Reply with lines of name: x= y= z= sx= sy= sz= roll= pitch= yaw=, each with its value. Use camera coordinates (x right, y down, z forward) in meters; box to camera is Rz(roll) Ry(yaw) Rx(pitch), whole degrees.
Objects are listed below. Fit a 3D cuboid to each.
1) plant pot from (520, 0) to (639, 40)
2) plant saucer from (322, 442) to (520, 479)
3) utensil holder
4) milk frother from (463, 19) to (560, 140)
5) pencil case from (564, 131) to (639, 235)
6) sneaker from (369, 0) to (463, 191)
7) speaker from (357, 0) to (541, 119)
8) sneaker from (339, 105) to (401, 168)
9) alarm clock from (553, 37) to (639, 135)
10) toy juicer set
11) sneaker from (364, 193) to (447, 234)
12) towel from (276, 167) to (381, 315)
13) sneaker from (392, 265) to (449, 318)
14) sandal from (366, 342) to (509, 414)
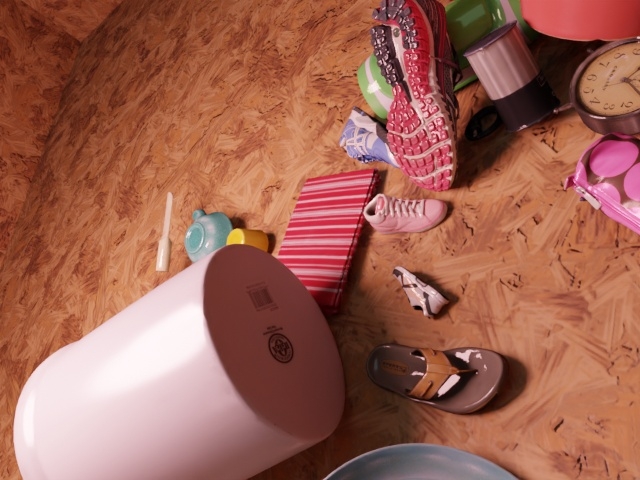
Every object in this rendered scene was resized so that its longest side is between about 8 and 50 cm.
plant pot: x=0.363 y=-0.403 z=0.689 sx=0.274 sy=0.243 sz=0.275 roll=-6 pitch=41 yaw=6
plant saucer: x=0.108 y=0.361 z=0.564 sx=0.317 sy=0.044 sz=0.318 roll=-6 pitch=39 yaw=5
utensil holder: x=-0.201 y=0.229 z=0.849 sx=0.385 sy=0.327 sz=0.328 roll=-32 pitch=47 yaw=23
milk frother: x=0.255 y=-0.230 z=0.830 sx=0.143 sy=0.135 sz=0.129 roll=-29 pitch=16 yaw=24
pencil case: x=0.381 y=-0.037 z=0.621 sx=0.098 sy=0.095 sz=0.209 roll=-21 pitch=39 yaw=-12
sneaker: x=0.171 y=-0.222 z=0.851 sx=0.120 sy=0.112 sz=0.299 roll=6 pitch=112 yaw=52
speaker: x=0.212 y=-0.322 z=0.941 sx=0.296 sy=0.131 sz=0.131 roll=-25 pitch=50 yaw=32
sneaker: x=0.100 y=-0.168 z=0.999 sx=0.081 sy=0.080 sz=0.211 roll=-57 pitch=32 yaw=14
alarm clock: x=0.411 y=-0.193 z=0.710 sx=0.192 sy=0.064 sz=0.129 roll=27 pitch=85 yaw=52
toy juicer set: x=-0.253 y=0.036 z=1.208 sx=0.329 sy=0.089 sz=0.209 roll=23 pitch=96 yaw=41
sneaker: x=0.129 y=-0.046 z=0.889 sx=0.134 sy=0.070 sz=0.051 roll=-11 pitch=56 yaw=39
towel: x=0.000 y=0.000 z=1.017 sx=0.198 sy=0.031 sz=0.275 roll=-2 pitch=62 yaw=46
sneaker: x=0.139 y=0.075 z=0.825 sx=0.044 sy=0.040 sz=0.109 roll=-55 pitch=40 yaw=5
sandal: x=0.141 y=0.172 z=0.744 sx=0.219 sy=0.060 sz=0.090 roll=3 pitch=68 yaw=45
